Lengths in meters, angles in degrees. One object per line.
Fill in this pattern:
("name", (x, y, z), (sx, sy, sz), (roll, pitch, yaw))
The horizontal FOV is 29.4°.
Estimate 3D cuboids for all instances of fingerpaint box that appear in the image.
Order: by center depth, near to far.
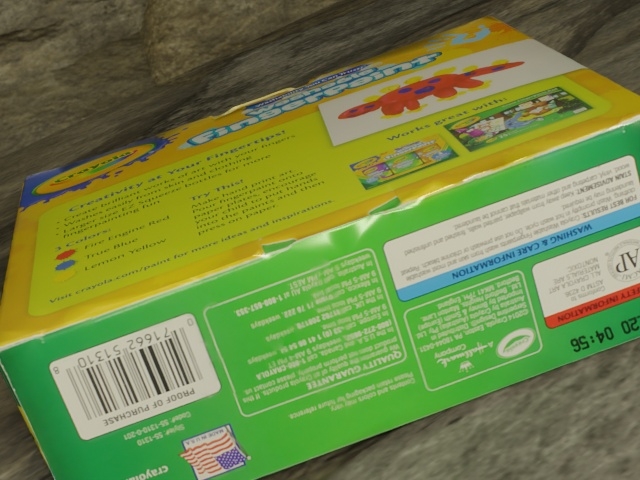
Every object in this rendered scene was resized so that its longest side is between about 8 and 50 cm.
("fingerpaint box", (0.000, 0.000, 0.939), (0.445, 0.163, 0.371), (-20, 22, -4))
